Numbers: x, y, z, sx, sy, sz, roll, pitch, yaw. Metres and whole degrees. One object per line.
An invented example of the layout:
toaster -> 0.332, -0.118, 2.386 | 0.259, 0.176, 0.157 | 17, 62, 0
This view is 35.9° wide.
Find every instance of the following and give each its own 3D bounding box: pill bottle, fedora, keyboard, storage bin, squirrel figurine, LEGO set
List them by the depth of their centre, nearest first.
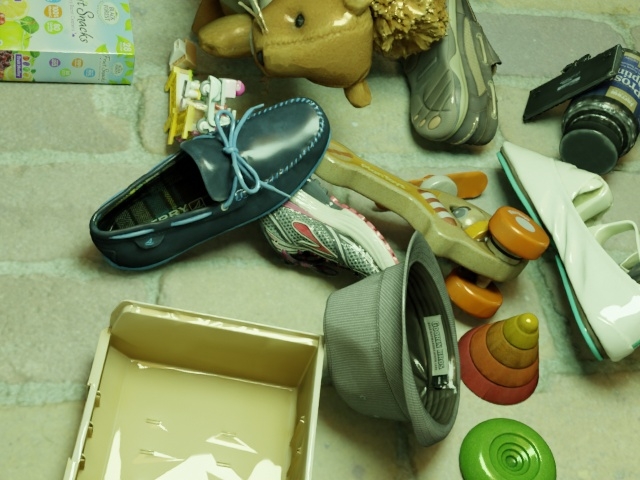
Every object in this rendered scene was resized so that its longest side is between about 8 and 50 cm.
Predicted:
storage bin -> -0.144, 0.224, 1.116 | 0.260, 0.123, 0.262 | 11, 53, -8
fedora -> 0.081, 0.124, 1.191 | 0.124, 0.275, 0.244 | -7, 57, 20
squirrel figurine -> 0.012, -0.365, 1.424 | 0.397, 0.281, 0.370 | -14, 41, -21
LEGO set -> -0.158, -0.197, 1.434 | 0.107, 0.132, 0.287 | 11, 18, -21
keyboard -> 0.411, -0.258, 1.602 | 0.023, 0.180, 0.108 | 43, 47, -22
pill bottle -> 0.464, -0.206, 1.604 | 0.123, 0.123, 0.219 | 28, 52, 6

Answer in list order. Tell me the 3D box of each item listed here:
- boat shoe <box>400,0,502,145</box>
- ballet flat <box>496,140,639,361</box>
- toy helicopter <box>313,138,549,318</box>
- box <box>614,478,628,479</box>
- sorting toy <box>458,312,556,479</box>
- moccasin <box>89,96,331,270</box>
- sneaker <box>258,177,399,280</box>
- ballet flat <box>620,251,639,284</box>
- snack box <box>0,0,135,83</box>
boat shoe -> 0.217, -0.285, 1.610 | 0.130, 0.132, 0.355 | 23, 51, -26
ballet flat -> 0.376, -0.011, 1.401 | 0.139, 0.139, 0.400 | -2, 48, -17
toy helicopter -> 0.137, -0.058, 1.384 | 0.355, 0.140, 0.235 | 27, 26, -12
box -> 0.301, 0.408, 1.040 | 0.213, 0.117, 0.243 | -16, 93, -25
sorting toy -> 0.249, 0.232, 1.218 | 0.127, 0.126, 0.365 | 9, 52, -9
moccasin -> -0.135, -0.071, 1.258 | 0.342, 0.117, 0.138 | -37, 68, -3
sneaker -> 0.000, 0.000, 1.343 | 0.299, 0.121, 0.112 | 40, 83, 14
ballet flat -> 0.460, 0.061, 1.446 | 0.074, 0.074, 0.203 | 43, 61, 17
snack box -> -0.390, -0.320, 1.485 | 0.207, 0.070, 0.174 | -1, 54, -18
